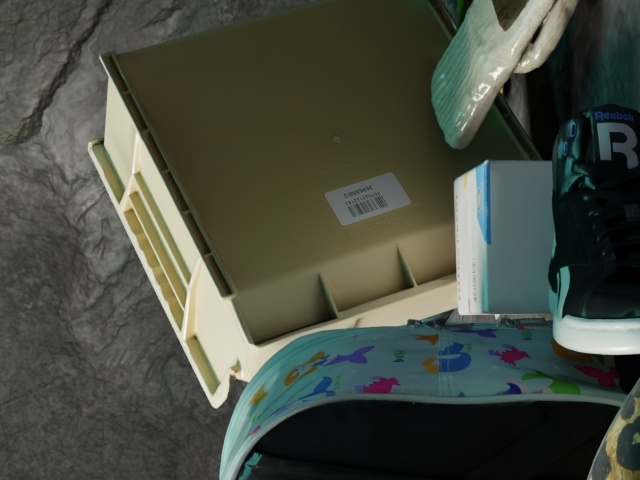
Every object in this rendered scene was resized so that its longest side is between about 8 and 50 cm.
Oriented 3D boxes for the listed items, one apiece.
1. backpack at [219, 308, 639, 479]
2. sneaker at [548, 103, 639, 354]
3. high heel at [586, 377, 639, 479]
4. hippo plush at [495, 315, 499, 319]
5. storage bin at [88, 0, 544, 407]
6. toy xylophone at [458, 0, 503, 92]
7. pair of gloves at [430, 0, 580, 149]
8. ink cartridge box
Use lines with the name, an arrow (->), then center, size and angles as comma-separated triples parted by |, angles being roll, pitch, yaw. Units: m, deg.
backpack -> 0.065, 0.153, 0.994 | 0.191, 0.253, 0.225 | -103, 12, -69
sneaker -> 0.154, -0.010, 0.925 | 0.217, 0.079, 0.121 | -124, 32, -85
high heel -> 0.185, 0.159, 0.731 | 0.186, 0.093, 0.261 | 179, 99, -68
hippo plush -> 0.000, 0.000, 1.562 | 0.294, 0.236, 0.234 | 62, -163, 20
storage bin -> 0.005, -0.038, 1.268 | 0.260, 0.262, 0.123 | 62, 157, 28
toy xylophone -> 0.110, -0.213, 1.443 | 0.323, 0.081, 0.236 | 98, 170, -63
pair of gloves -> 0.113, -0.209, 1.198 | 0.204, 0.042, 0.240 | -50, 36, 44
ink cartridge box -> 0.135, 0.000, 1.111 | 0.143, 0.090, 0.092 | 149, 121, -86
